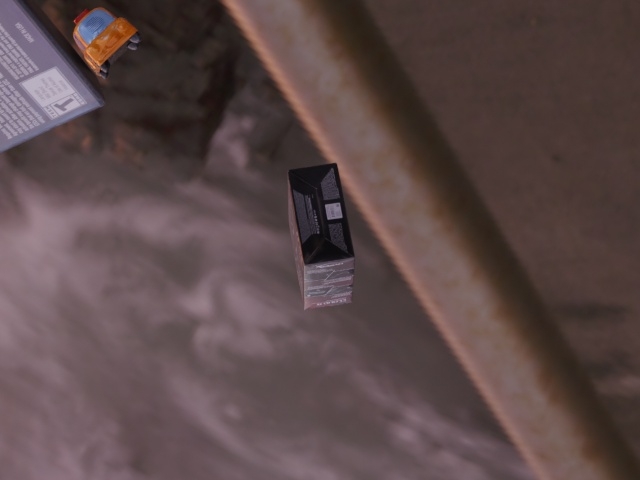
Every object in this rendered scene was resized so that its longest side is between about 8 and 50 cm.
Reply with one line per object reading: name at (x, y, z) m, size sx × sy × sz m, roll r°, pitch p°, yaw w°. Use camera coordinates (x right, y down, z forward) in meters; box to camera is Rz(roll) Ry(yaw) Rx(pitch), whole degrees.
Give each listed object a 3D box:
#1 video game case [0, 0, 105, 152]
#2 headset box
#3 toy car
video game case at (-0.277, -0.069, 0.912) m, size 0.274 × 0.026 × 0.196 m, roll -24°, pitch 154°, yaw 5°
headset box at (0.000, 0.000, 0.996) m, size 0.032 × 0.062 × 0.083 m, roll -8°, pitch 159°, yaw -5°
toy car at (-0.112, -0.155, 1.054) m, size 0.122 × 0.060 × 0.040 m, roll -44°, pitch 95°, yaw 10°
